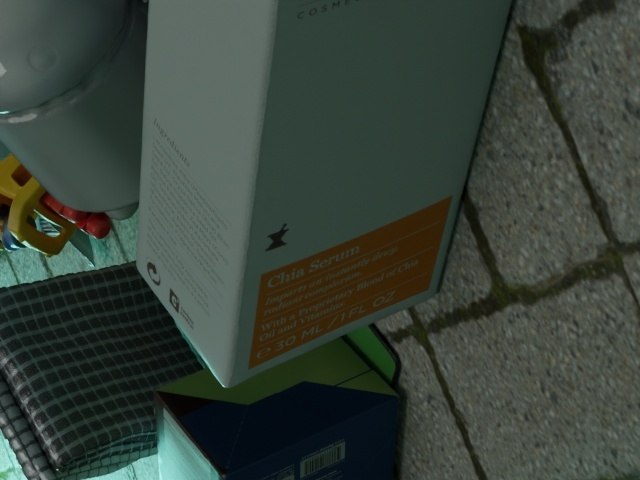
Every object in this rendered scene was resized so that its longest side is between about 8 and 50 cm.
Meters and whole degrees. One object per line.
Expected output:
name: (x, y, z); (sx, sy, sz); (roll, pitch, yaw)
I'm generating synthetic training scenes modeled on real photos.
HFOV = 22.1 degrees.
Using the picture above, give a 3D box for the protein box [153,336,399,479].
protein box: (-0.044, 0.222, 1.627); (0.136, 0.200, 0.201); (45, 146, 39)

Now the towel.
towel: (-0.266, 0.151, 1.945); (0.121, 0.284, 0.235); (-48, 69, 36)

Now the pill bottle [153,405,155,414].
pill bottle: (-0.086, 0.268, 1.829); (0.245, 0.136, 0.136); (58, 152, 20)

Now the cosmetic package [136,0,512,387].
cosmetic package: (-0.003, -0.111, 1.283); (0.161, 0.230, 0.453); (50, 149, 31)

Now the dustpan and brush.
dustpan and brush: (-0.372, -0.065, 2.179); (0.147, 0.060, 0.211); (52, -163, -53)

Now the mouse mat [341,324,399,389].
mouse mat: (0.023, 0.125, 1.662); (0.152, 0.007, 0.189); (52, 151, 30)

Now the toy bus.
toy bus: (-0.339, -0.055, 1.972); (0.211, 0.220, 0.149); (41, -177, 33)

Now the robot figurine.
robot figurine: (-0.248, -0.165, 1.646); (0.353, 0.300, 0.199); (55, -163, -50)
